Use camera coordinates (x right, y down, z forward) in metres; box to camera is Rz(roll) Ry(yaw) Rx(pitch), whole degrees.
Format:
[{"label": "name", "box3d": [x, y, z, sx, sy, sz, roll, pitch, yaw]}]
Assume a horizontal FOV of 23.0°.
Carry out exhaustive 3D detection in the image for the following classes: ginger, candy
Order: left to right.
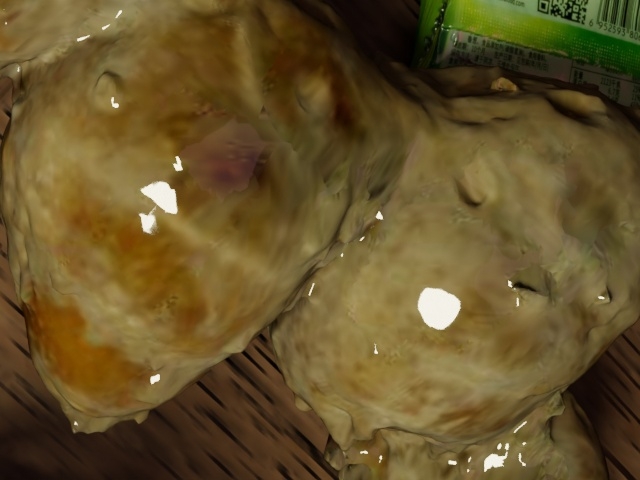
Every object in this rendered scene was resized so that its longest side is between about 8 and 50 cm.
[{"label": "ginger", "box3d": [0.000, 0.000, 0.667, 0.375, 0.176, 0.256, 33, 91, -24]}, {"label": "candy", "box3d": [0.122, -0.111, 0.806, 0.178, 0.032, 0.102, 9, 90, -29]}]
